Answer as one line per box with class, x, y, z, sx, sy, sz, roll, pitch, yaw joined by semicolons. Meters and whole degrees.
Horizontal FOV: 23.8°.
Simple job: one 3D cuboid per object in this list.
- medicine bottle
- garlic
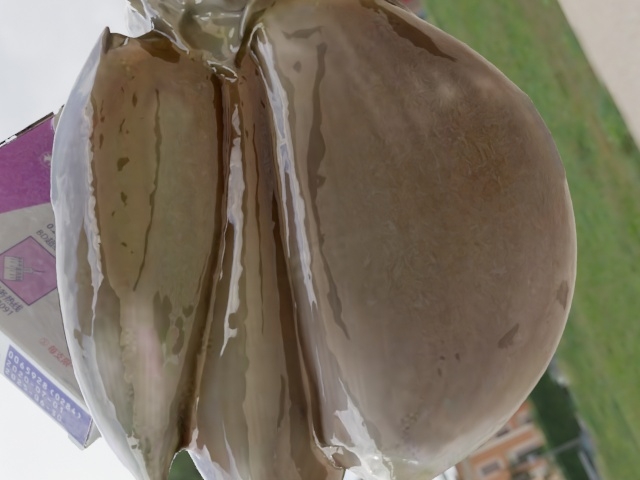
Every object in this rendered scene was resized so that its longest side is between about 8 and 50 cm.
medicine bottle;-0.162;0.019;0.986;0.201;0.171;0.052;39;140;17
garlic;0.000;0.000;0.796;0.132;0.279;0.325;138;123;-75
